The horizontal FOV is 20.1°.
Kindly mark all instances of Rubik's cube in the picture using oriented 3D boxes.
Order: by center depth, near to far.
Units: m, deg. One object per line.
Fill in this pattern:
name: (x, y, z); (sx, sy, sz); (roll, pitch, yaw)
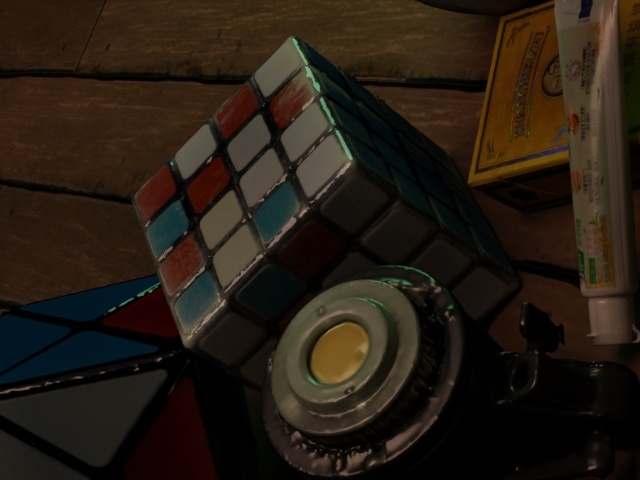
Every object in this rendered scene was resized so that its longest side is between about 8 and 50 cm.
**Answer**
Rubik's cube: (0.000, -0.001, 1.815); (0.253, 0.259, 0.256); (-46, 36, 17)
Rubik's cube: (-0.206, 0.197, 1.877); (0.248, 0.250, 0.246); (-10, 19, 5)

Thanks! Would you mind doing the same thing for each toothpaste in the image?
toothpaste: (0.244, -0.065, 1.590); (0.056, 0.058, 0.314); (-5, -89, -81)

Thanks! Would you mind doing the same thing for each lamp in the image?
lamp: (0.071, 0.155, 1.601); (0.374, 0.272, 0.205); (-29, 44, 44)

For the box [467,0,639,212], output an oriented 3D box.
box: (0.280, -0.148, 1.695); (0.301, 0.084, 0.193); (-14, 57, 52)

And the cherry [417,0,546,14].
cherry: (0.152, -0.379, 1.860); (0.326, 0.291, 0.335); (-16, 60, 29)
